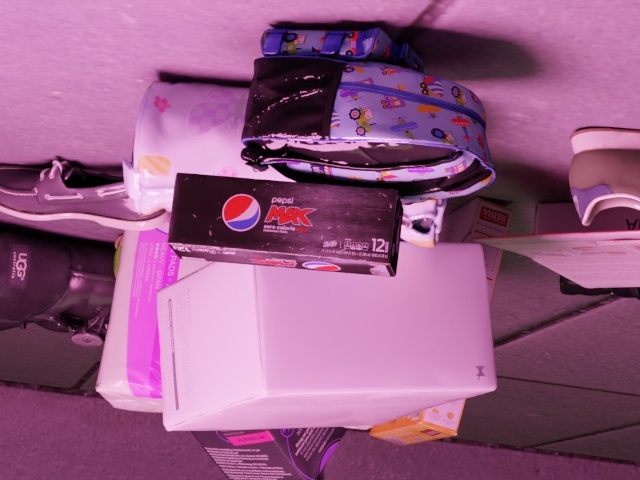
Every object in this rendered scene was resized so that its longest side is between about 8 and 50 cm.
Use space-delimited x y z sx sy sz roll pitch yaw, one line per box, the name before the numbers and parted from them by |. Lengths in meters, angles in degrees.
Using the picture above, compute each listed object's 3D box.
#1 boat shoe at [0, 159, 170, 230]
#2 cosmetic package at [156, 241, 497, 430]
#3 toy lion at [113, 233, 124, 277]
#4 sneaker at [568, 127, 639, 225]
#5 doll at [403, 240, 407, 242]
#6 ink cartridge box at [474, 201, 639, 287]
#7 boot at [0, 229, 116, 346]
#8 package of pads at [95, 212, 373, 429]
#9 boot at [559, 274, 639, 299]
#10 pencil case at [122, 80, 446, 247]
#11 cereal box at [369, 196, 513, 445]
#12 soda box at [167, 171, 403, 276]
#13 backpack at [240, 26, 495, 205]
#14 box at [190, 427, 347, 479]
boat shoe | -0.252 -0.060 1.893 0.206 0.075 0.065 9 126 15
cosmetic package | 0.000 0.086 1.642 0.224 0.138 0.225 1 168 -27
toy lion | -0.200 0.044 2.222 0.100 0.096 0.034 11 167 -21
sneaker | 0.303 -0.045 1.560 0.192 0.086 0.064 3 168 15
doll | 0.136 0.037 2.138 0.129 0.046 0.189 13 172 20
ink cartridge box | 0.336 -0.009 1.765 0.296 0.066 0.261 -2 166 33
boot | -0.291 0.084 2.399 0.445 0.146 0.367 7 171 -26
package of pads | -0.072 0.071 1.961 0.296 0.229 0.101 4 161 10
boot | 0.315 0.040 2.075 0.099 0.045 0.121 6 169 18
pencil case | -0.023 -0.062 1.549 0.273 0.124 0.113 8 144 3
cereal box | 0.123 0.087 1.907 0.047 0.240 0.173 18 165 -12
soda box | -0.025 -0.012 1.380 0.169 0.060 0.053 5 167 8
backpack | 0.046 -0.091 1.398 0.173 0.117 0.158 2 167 24
box | -0.090 0.141 2.184 0.143 0.165 0.270 -5 130 43
